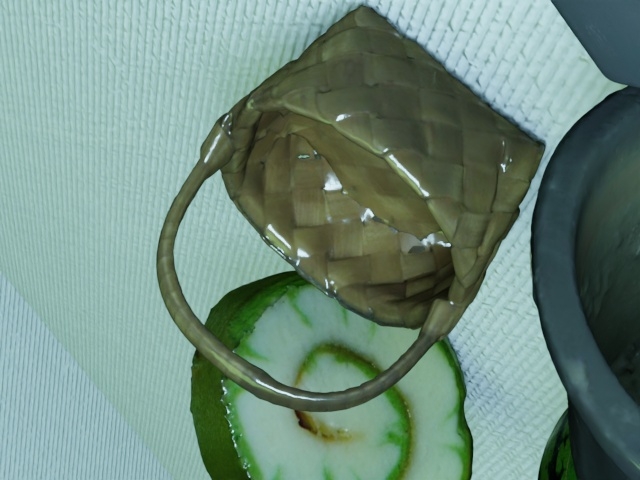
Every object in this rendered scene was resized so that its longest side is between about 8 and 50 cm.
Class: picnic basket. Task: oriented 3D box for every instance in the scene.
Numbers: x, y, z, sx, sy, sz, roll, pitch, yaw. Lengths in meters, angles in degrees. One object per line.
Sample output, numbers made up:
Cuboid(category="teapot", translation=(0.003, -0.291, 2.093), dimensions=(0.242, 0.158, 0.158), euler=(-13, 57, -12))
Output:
Cuboid(category="picnic basket", translation=(0.000, 0.000, 1.215), dimensions=(0.293, 0.337, 0.337), euler=(38, 156, 5))

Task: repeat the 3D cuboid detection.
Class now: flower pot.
Cuboid(category="flower pot", translation=(0.291, 0.102, 0.839), dimensions=(0.379, 0.379, 0.251), euler=(34, 146, 16))

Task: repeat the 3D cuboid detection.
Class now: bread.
Cuboid(category="bread", translation=(0.003, 0.225, 1.514), dimensions=(0.366, 0.382, 0.129), euler=(37, 155, -23))

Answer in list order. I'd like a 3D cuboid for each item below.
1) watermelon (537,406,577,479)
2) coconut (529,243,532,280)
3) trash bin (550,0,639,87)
Cuboid(category="watermelon", translation=(0.335, 0.235, 1.181), dimensions=(0.285, 0.285, 0.285), euler=(33, 155, 18))
Cuboid(category="coconut", translation=(0.250, 0.015, 1.070), dimensions=(0.171, 0.183, 0.170), euler=(2, 123, 3))
Cuboid(category="trash bin", translation=(0.187, -0.227, 0.726), dimensions=(0.209, 0.182, 0.290), euler=(7, 144, 50))
